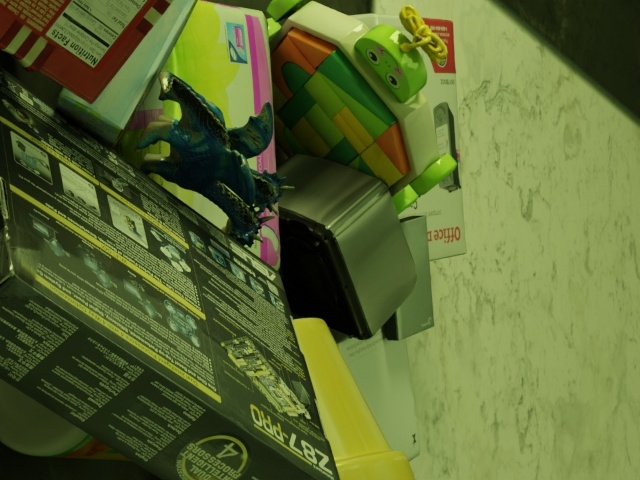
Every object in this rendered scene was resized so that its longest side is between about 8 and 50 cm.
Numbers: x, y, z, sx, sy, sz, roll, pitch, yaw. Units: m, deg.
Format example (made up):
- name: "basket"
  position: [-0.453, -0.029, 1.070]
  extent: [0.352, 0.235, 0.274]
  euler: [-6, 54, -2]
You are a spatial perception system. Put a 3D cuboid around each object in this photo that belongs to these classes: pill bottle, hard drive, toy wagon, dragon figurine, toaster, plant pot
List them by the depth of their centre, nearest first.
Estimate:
- name: "dragon figurine"
  position: [-0.091, -0.087, 1.704]
  extent: [0.289, 0.144, 0.085]
  euler: [105, 3, -65]
- name: "pill bottle"
  position: [-0.194, 0.137, 1.722]
  extent: [0.246, 0.136, 0.136]
  euler: [15, 73, -61]
- name: "plant pot"
  position: [-0.041, 0.216, 1.913]
  extent: [0.254, 0.254, 0.239]
  euler: [5, 68, -62]
- name: "toy wagon"
  position: [0.034, -0.157, 2.003]
  extent: [0.068, 0.344, 0.267]
  euler: [-40, 90, -23]
- name: "toaster"
  position: [0.000, 0.000, 2.058]
  extent: [0.110, 0.168, 0.185]
  euler: [-42, 129, -28]
- name: "hard drive"
  position: [0.100, 0.043, 2.153]
  extent: [0.094, 0.022, 0.135]
  euler: [-16, 104, -59]

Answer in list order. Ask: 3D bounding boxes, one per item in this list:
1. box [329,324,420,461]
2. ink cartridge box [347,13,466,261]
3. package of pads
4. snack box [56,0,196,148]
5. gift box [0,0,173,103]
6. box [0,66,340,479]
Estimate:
- name: "box"
  position: [0.020, 0.189, 2.143]
  extent: [0.181, 0.119, 0.181]
  euler: [-20, 105, -62]
- name: "ink cartridge box"
  position: [0.075, -0.121, 2.275]
  extent: [0.226, 0.131, 0.306]
  euler: [-9, 95, -61]
- name: "package of pads"
  position: [-0.137, -0.101, 1.902]
  extent: [0.229, 0.101, 0.296]
  euler: [-2, 88, -63]
- name: "snack box"
  position: [-0.173, -0.177, 1.683]
  extent: [0.174, 0.070, 0.207]
  euler: [-62, -172, -9]
- name: "gift box"
  position: [-0.238, -0.307, 1.519]
  extent: [0.276, 0.258, 0.255]
  euler: [-50, 148, -1]
- name: "box"
  position: [-0.163, 0.051, 1.587]
  extent: [0.395, 0.097, 0.318]
  euler: [38, 19, -36]
